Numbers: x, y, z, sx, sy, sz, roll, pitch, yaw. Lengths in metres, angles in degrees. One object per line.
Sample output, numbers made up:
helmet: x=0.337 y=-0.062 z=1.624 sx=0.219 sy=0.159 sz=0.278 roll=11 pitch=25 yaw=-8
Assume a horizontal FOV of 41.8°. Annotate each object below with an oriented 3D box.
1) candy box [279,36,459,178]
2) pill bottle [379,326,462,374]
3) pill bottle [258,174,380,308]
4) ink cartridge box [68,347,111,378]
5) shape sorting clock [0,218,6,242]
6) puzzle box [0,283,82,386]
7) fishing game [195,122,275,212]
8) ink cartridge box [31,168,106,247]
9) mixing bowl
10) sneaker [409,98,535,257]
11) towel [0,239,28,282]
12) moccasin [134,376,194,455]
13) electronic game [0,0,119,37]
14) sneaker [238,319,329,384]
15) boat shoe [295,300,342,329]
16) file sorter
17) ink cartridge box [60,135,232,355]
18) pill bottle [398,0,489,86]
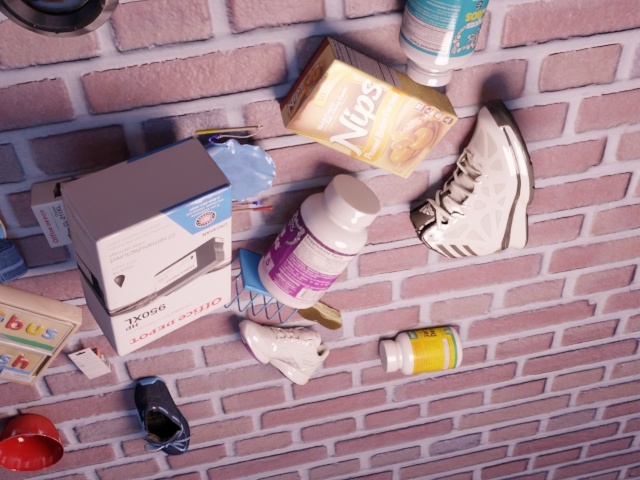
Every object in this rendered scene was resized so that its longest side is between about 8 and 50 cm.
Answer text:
candy box: x=0.098 y=-0.260 z=1.696 sx=0.316 sy=0.088 sz=0.183 roll=18 pitch=127 yaw=-31
pill bottle: x=0.272 y=0.305 z=2.295 sx=0.208 sy=0.118 sz=0.118 roll=-6 pitch=136 yaw=-10
pill bottle: x=0.000 y=0.000 z=1.874 sx=0.169 sy=0.169 sz=0.301 roll=18 pitch=127 yaw=-30
ink cartridge box: x=-0.581 y=0.301 z=2.114 sx=0.062 sy=0.029 sz=0.115 roll=-20 pitch=135 yaw=5
shape sorting clock: x=-0.762 y=-0.007 z=1.743 sx=0.206 sy=0.040 sz=0.206 roll=-8 pitch=136 yaw=-8
puzzle box: x=-0.796 y=0.198 z=1.933 sx=0.408 sy=0.052 sz=0.272 roll=22 pitch=124 yaw=-32
fishing game: x=-0.188 y=-0.149 z=1.765 sx=0.189 sy=0.041 sz=0.264 roll=-7 pitch=142 yaw=2
ink cartridge box: x=-0.493 y=-0.066 z=1.736 sx=0.175 sy=0.072 sz=0.127 roll=-13 pitch=137 yaw=-4
mixing bowl: x=-0.776 y=0.528 z=2.237 sx=0.181 sy=0.098 sz=0.181 roll=-8 pitch=135 yaw=-8
sneaker: x=0.324 y=-0.100 z=1.863 sx=0.257 sy=0.169 sz=0.448 roll=-17 pitch=139 yaw=-1
towel: x=-0.675 y=0.047 z=1.808 sx=0.067 sy=0.029 sz=0.119 roll=-25 pitch=151 yaw=-16
moccasin: x=-0.444 y=0.513 z=2.302 sx=0.137 sy=0.117 sz=0.342 roll=-17 pitch=136 yaw=1
electronic game: x=-0.447 y=-0.437 z=1.391 sx=0.229 sy=0.048 sz=0.229 roll=-2 pitch=136 yaw=-2
sneaker: x=-0.094 y=0.260 z=2.173 sx=0.152 sy=0.114 sz=0.305 roll=-43 pitch=136 yaw=8
boat shoe: x=-0.005 y=0.178 z=2.149 sx=0.153 sy=0.048 sz=0.056 roll=28 pitch=134 yaw=-28
file sorter: x=-0.137 y=0.114 z=1.989 sx=0.170 sy=0.118 sz=0.104 roll=19 pitch=130 yaw=-31
ink cartridge box: x=-0.338 y=0.020 z=1.711 sx=0.285 sy=0.166 sz=0.395 roll=-26 pitch=148 yaw=-24
pill bottle: x=0.227 y=-0.417 z=1.533 sx=0.146 sy=0.146 sz=0.264 roll=-3 pitch=135 yaw=-13
